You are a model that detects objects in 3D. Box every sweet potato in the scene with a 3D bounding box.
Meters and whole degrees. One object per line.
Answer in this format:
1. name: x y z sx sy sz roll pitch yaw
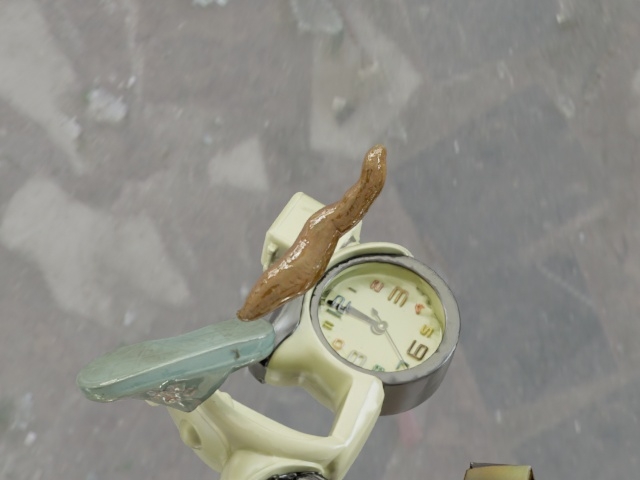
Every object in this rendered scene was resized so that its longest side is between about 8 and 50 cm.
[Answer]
1. sweet potato: -0.001 -0.001 1.416 0.044 0.044 0.179 42 92 -9

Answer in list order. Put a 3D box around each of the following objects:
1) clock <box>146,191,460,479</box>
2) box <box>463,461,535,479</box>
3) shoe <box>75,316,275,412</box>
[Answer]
1. clock: -0.027 0.140 1.833 0.276 0.379 0.120 31 145 12
2. box: 0.172 0.337 1.587 0.071 0.159 0.240 -4 121 24
3. shoe: -0.131 0.131 1.700 0.195 0.079 0.078 -19 111 -19
